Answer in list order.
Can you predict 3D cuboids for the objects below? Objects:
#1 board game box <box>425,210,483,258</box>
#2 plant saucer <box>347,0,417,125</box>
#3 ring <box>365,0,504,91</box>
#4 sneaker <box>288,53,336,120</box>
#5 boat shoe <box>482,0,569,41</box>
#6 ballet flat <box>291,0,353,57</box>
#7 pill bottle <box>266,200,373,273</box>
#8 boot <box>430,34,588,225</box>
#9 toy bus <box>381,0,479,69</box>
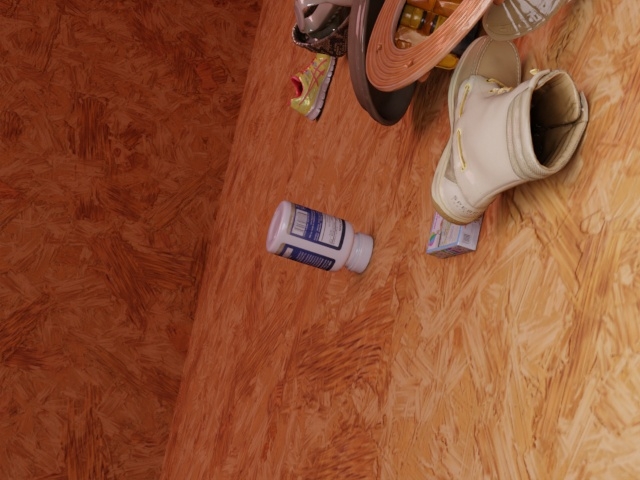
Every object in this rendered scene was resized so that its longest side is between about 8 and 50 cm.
[{"bbox_3d":[0.188,-0.057,1.216,0.103,0.026,0.154,158,128,-72],"label":"board game box"},{"bbox_3d":[0.106,-0.326,1.491,0.278,0.041,0.278,7,-90,-67],"label":"plant saucer"},{"bbox_3d":[0.170,-0.335,1.182,0.336,0.032,0.336,-47,25,30],"label":"ring"},{"bbox_3d":[-0.024,-0.412,2.303,0.081,0.094,0.208,146,140,-70],"label":"sneaker"},{"bbox_3d":[0.269,-0.295,1.076,0.170,0.063,0.059,-32,3,34],"label":"boat shoe"},{"bbox_3d":[0.047,-0.526,1.985,0.483,0.182,0.164,146,117,-67],"label":"ballet flat"},{"bbox_3d":[0.000,0.000,1.568,0.094,0.169,0.094,-162,90,-76],"label":"pill bottle"},{"bbox_3d":[0.226,-0.161,1.065,0.203,0.095,0.262,-34,34,62],"label":"boot"},{"bbox_3d":[0.182,-0.392,1.437,0.211,0.149,0.220,-75,4,-76],"label":"toy bus"}]
